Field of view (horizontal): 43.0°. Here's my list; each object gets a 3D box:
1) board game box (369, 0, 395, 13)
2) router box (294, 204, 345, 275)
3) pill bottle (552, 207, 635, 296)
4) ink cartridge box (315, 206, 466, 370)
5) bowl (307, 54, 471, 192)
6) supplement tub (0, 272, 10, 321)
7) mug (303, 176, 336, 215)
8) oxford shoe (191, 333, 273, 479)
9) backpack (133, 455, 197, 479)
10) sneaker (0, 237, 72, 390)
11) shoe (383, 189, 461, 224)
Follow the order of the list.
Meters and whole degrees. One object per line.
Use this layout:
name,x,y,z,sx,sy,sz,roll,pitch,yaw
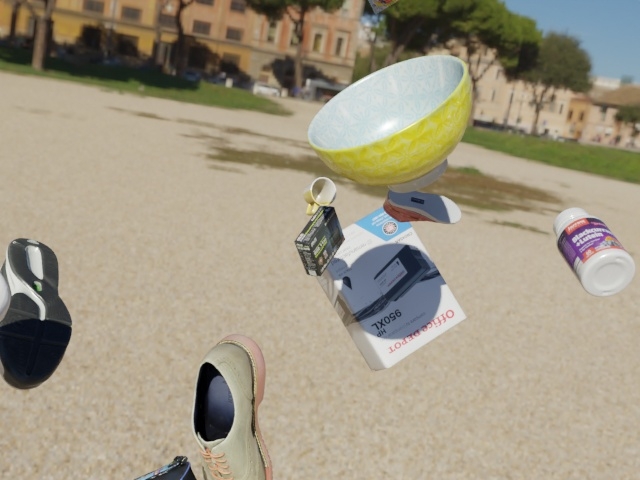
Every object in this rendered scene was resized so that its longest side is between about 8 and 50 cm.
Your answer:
board game box,0.168,-0.604,1.857,0.154,0.103,0.026,-29,35,11
router box,0.000,0.000,1.683,0.038,0.092,0.122,6,45,31
pill bottle,0.537,0.016,1.622,0.108,0.108,0.193,7,31,-13
ink cartridge box,0.181,0.131,2.301,0.285,0.395,0.166,-30,-3,-15
bowl,0.139,-0.177,1.393,0.290,0.156,0.289,-22,29,13
supplement tub,-0.704,0.173,1.379,0.235,0.325,0.235,32,18,-12
mug,-0.012,-0.099,1.780,0.078,0.062,0.064,-39,13,-25
oxford shoe,-0.179,0.376,1.463,0.141,0.396,0.146,-2,6,22
backpack,-0.287,0.461,1.348,0.173,0.116,0.158,-24,11,10
sneaker,-0.727,0.227,1.943,0.169,0.257,0.447,20,32,-31
shoe,0.235,-0.072,1.896,0.178,0.063,0.081,17,-21,-3
